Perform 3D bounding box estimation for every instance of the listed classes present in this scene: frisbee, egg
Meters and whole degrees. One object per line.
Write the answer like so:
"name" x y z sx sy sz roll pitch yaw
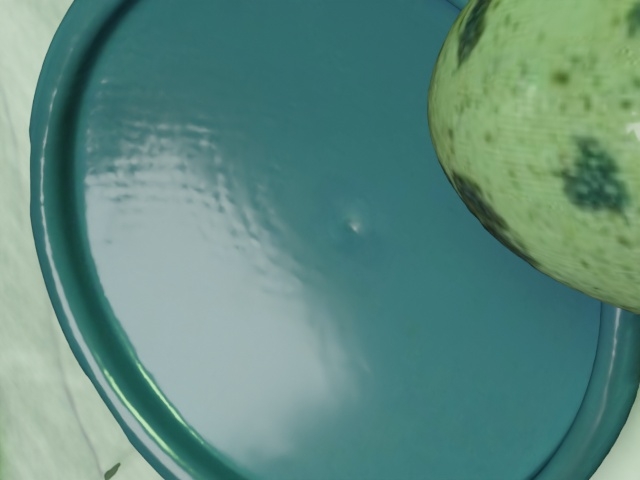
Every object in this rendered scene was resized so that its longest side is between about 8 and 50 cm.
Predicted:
"frisbee" 0.003 -0.001 0.685 0.290 0.049 0.289 13 115 29
"egg" 0.117 -0.043 0.512 0.182 0.141 0.141 -3 110 33
